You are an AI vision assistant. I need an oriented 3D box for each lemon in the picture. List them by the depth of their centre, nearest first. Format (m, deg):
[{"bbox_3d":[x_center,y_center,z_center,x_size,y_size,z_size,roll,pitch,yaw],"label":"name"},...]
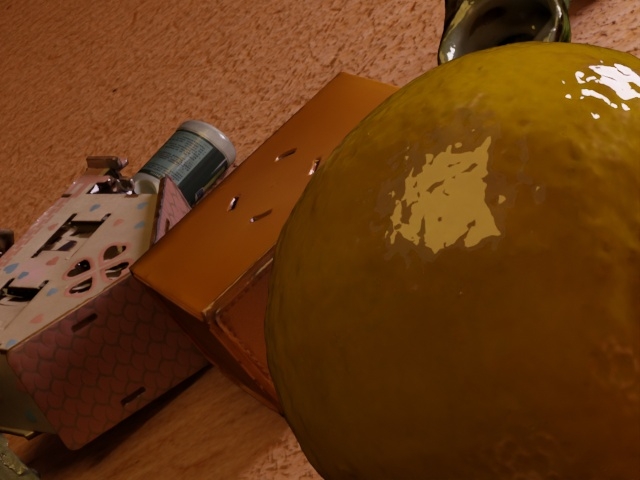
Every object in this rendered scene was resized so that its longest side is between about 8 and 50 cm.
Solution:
[{"bbox_3d":[0.129,0.043,1.165,0.348,0.348,0.348,-31,25,17],"label":"lemon"}]

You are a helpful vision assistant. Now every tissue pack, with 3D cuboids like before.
[{"bbox_3d":[0.000,0.000,1.642,0.274,0.145,0.194,-44,23,-9],"label":"tissue pack"}]

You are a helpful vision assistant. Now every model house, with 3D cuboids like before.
[{"bbox_3d":[-0.201,0.065,1.813,0.244,0.169,0.326,-2,37,43],"label":"model house"}]

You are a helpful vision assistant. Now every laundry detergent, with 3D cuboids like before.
[{"bbox_3d":[-0.194,-0.036,2.066,0.226,0.070,0.099,-47,32,-20],"label":"laundry detergent"}]

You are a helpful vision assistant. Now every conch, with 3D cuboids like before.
[{"bbox_3d":[0.190,-0.227,1.768,0.181,0.124,0.187,-57,48,19],"label":"conch"}]

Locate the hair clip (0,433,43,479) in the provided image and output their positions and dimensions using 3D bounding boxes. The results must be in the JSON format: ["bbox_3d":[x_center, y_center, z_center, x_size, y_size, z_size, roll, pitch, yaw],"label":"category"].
[{"bbox_3d":[-0.299,0.239,1.633,0.138,0.091,0.321,-7,28,-38],"label":"hair clip"}]

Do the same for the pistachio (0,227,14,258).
[{"bbox_3d":[-0.435,0.064,2.189,0.206,0.131,0.129,-32,69,4],"label":"pistachio"}]
